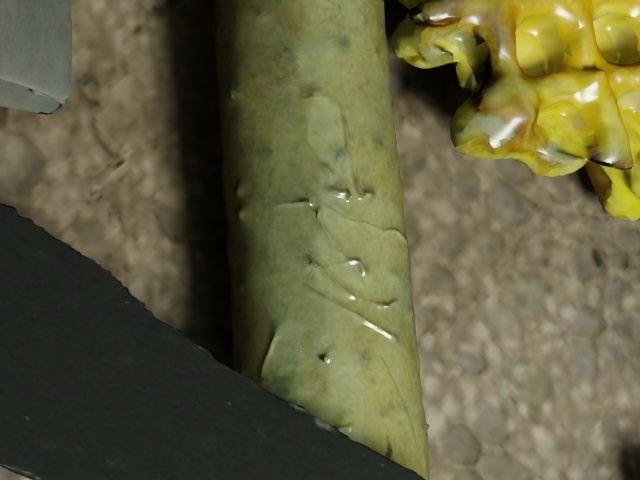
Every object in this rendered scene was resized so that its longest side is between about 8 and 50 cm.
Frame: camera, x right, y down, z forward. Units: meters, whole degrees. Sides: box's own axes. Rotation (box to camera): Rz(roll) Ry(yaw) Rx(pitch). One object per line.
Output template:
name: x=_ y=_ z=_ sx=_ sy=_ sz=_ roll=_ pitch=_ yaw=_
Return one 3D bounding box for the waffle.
waffle: x=0.147 y=-0.161 z=0.890 sx=0.329 sy=0.062 sz=0.329 roll=7 pitch=75 yaw=-27

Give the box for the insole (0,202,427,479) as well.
insole: x=-0.069 y=0.058 z=0.685 sx=0.309 sy=0.012 sz=0.110 roll=28 pitch=41 yaw=-1

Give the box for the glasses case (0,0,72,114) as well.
glasses case: x=-0.129 y=-0.148 z=0.748 sx=0.072 sy=0.042 sz=0.190 roll=8 pitch=76 yaw=-36

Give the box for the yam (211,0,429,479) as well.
yam: x=0.000 y=0.000 z=0.765 sx=0.083 sy=0.083 sz=0.371 roll=2 pitch=79 yaw=-29
